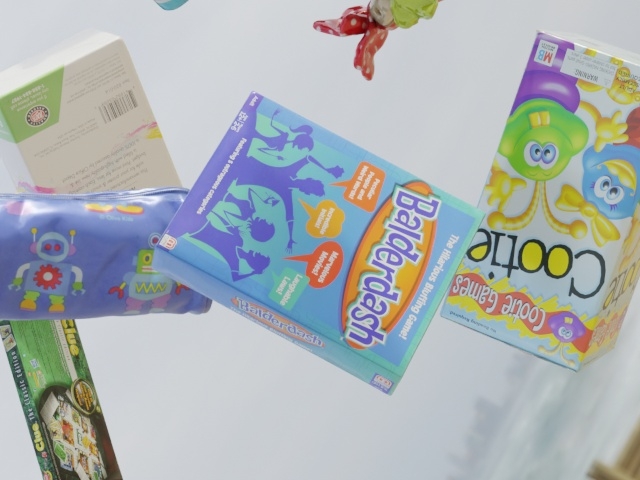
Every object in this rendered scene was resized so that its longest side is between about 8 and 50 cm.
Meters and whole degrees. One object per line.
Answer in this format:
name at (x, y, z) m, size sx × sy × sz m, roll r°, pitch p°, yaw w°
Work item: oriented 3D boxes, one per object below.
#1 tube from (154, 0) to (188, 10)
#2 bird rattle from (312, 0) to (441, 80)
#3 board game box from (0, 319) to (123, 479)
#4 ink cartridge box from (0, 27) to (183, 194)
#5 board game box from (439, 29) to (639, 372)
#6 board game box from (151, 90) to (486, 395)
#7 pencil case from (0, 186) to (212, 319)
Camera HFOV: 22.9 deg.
tube at (-0.212, -0.329, 1.695) m, size 0.207 × 0.080 × 0.052 m, roll 45°, pitch -149°, yaw -43°
bird rattle at (0.116, -0.305, 1.938) m, size 0.207 × 0.143 × 0.253 m, roll -36°, pitch -13°, yaw -17°
board game box at (-0.358, 0.220, 2.173) m, size 0.030 × 0.259 × 0.136 m, roll -25°, pitch -13°, yaw 32°
ink cartridge box at (-0.325, -0.098, 2.253) m, size 0.207 × 0.119 × 0.353 m, roll -31°, pitch -63°, yaw -23°
board game box at (0.236, -0.040, 1.451) m, size 0.144 × 0.142 × 0.275 m, roll -14°, pitch -56°, yaw -65°
board game box at (0.000, 0.000, 1.219) m, size 0.160 × 0.210 × 0.047 m, roll -61°, pitch -3°, yaw -26°
pencil case at (-0.245, 0.007, 1.472) m, size 0.119 × 0.306 × 0.133 m, roll -120°, pitch 36°, yaw -53°
